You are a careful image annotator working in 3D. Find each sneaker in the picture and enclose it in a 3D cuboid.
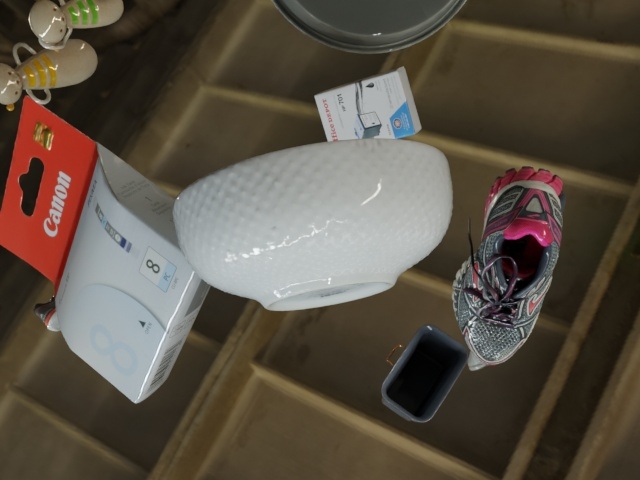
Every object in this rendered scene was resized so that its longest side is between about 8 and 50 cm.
[{"bbox_3d":[-0.444,0.110,1.398,0.065,0.158,0.061,31,-74,15],"label":"sneaker"},{"bbox_3d":[0.267,0.171,1.265,0.054,0.152,0.061,-20,-106,-11],"label":"sneaker"},{"bbox_3d":[0.230,0.053,0.997,0.121,0.299,0.112,8,-139,9],"label":"sneaker"}]

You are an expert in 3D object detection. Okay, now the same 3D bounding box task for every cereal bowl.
[{"bbox_3d":[0.000,0.000,0.949,0.339,0.339,0.141,-19,-105,33],"label":"cereal bowl"}]

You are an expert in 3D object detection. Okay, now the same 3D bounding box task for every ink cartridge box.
[{"bbox_3d":[0.101,-0.273,1.671,0.191,0.139,0.082,-13,-167,21],"label":"ink cartridge box"},{"bbox_3d":[-0.349,0.017,1.168,0.091,0.385,0.308,-42,164,-53],"label":"ink cartridge box"}]

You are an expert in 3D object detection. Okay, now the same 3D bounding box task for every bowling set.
[{"bbox_3d":[-0.314,-0.309,0.894,0.200,0.286,0.154,-3,-157,38],"label":"bowling set"}]

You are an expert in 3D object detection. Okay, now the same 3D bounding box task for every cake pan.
[{"bbox_3d":[0.062,-0.373,0.935,0.293,0.293,0.054,-44,-169,6],"label":"cake pan"}]

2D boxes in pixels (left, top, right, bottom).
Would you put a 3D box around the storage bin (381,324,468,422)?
[{"bbox_3d":[0.140,0.202,1.168,0.135,0.098,0.091,-53,172,-22],"label":"storage bin"}]
